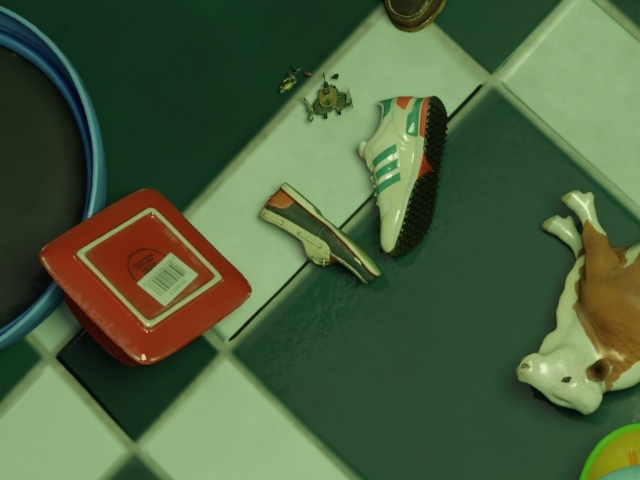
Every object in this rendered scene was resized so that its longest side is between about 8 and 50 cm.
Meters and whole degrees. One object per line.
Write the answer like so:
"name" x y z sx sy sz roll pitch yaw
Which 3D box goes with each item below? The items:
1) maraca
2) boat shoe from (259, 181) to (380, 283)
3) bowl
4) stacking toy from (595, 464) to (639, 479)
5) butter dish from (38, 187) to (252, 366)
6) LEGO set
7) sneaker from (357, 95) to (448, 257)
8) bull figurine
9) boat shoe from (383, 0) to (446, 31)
"maraca" 0.316 0.239 1.728 0.186 0.099 0.127 32 92 -10
"boat shoe" 0.000 0.000 1.863 0.137 0.049 0.043 41 93 18
"bowl" -0.398 -0.055 1.942 0.391 0.077 0.391 -2 79 12
"stacking toy" 0.309 0.336 1.672 0.309 0.130 0.279 27 115 -18
"butter dish" -0.178 0.056 1.860 0.160 0.118 0.160 44 50 14
"LEGO set" 0.000 -0.143 1.907 0.054 0.023 0.083 -43 61 -1
"sneaker" 0.071 -0.064 1.864 0.075 0.057 0.161 8 82 30
"bull figurine" 0.305 0.026 1.766 0.310 0.101 0.188 -27 73 6
"boat shoe" 0.106 -0.309 1.889 0.073 0.073 0.207 14 84 13
